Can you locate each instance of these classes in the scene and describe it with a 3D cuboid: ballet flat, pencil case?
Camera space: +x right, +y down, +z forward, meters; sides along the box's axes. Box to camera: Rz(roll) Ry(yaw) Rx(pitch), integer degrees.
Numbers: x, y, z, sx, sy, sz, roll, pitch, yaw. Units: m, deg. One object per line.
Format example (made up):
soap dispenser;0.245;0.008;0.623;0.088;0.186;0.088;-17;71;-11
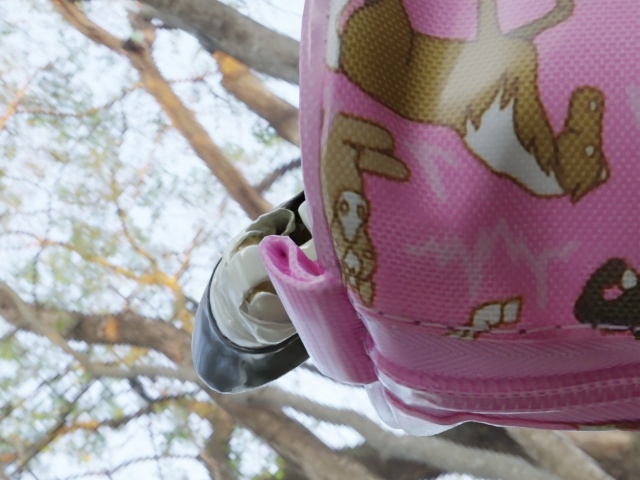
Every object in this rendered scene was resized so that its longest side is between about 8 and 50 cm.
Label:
ballet flat;0.000;0.000;0.611;0.203;0.074;0.074;-37;-37;24
pencil case;0.185;-0.024;0.344;0.167;0.386;0.160;-33;-57;-73
